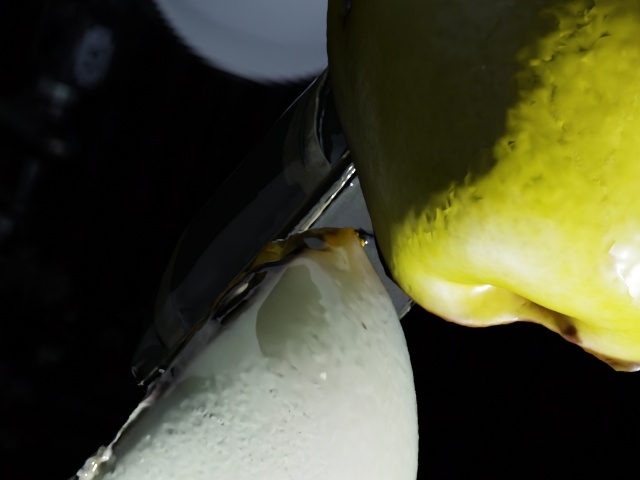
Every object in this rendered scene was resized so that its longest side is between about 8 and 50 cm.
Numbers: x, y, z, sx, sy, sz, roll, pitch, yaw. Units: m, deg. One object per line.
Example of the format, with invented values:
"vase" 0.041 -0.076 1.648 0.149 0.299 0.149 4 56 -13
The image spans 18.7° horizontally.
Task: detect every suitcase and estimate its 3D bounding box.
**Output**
"suitcase" 0.000 0.000 1.765 0.194 0.434 0.283 37 -153 -12

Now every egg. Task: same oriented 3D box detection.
"egg" -0.027 0.135 1.144 0.174 0.264 0.286 38 -154 3

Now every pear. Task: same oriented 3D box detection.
"pear" 0.161 -0.148 0.996 0.340 0.386 0.191 12 150 14
